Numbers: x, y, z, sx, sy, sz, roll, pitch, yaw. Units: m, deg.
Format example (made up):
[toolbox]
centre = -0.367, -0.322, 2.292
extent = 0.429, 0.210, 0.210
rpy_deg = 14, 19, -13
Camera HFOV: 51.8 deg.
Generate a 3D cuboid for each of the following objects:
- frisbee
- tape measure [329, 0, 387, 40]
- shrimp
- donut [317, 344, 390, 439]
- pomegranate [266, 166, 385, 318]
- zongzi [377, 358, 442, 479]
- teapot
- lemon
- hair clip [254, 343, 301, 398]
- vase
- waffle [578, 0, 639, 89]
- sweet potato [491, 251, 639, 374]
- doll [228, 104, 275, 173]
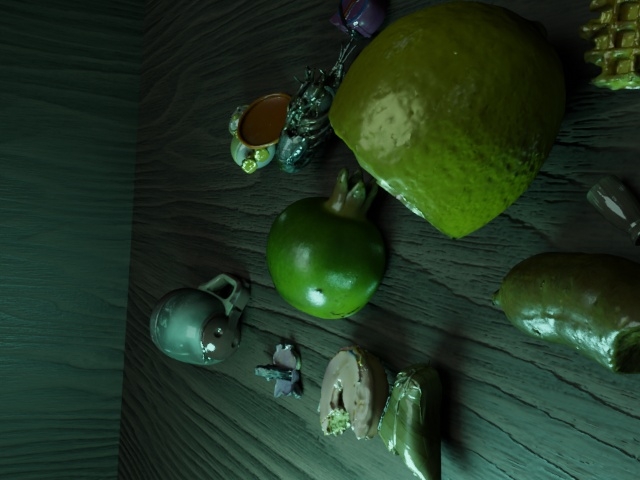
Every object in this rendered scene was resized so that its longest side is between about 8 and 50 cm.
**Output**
[frisbee]
centre = -0.144, -0.328, 1.833
extent = 0.191, 0.035, 0.192
rpy_deg = -13, 55, 20
[tape measure]
centre = 0.090, -0.517, 1.490
extent = 0.118, 0.074, 0.125
rpy_deg = -52, 44, 17
[shrimp]
centre = 0.001, -0.307, 1.589
extent = 0.172, 0.137, 0.372
rpy_deg = 48, 131, 29
[donut]
centre = 0.076, 0.330, 1.439
extent = 0.233, 0.085, 0.199
rpy_deg = 156, 123, -63
[pomegranate]
centre = 0.000, 0.000, 1.481
extent = 0.310, 0.215, 0.359
rpy_deg = 52, 130, 51
[zongzi]
centre = 0.196, 0.353, 1.243
extent = 0.197, 0.099, 0.195
rpy_deg = 50, 136, 50
[teapot]
centre = -0.347, 0.243, 2.067
extent = 0.312, 0.233, 0.315
rpy_deg = 6, 65, 52
[lemon]
centre = 0.216, -0.211, 1.035
extent = 0.364, 0.363, 0.365
rpy_deg = -6, 83, 58
[hair clip]
centre = -0.107, 0.356, 1.799
extent = 0.187, 0.056, 0.146
rpy_deg = -14, 75, 49
[vase]
centre = 0.430, -0.042, 0.936
extent = 0.101, 0.053, 0.053
rpy_deg = 60, 136, 35
[waffle]
centre = 0.478, -0.291, 0.867
extent = 0.283, 0.065, 0.310
rpy_deg = -50, 44, 42
[sweet potato]
centre = 0.369, 0.087, 0.939
extent = 0.369, 0.157, 0.158
rpy_deg = 24, 108, 62
[doll]
centre = -0.217, -0.313, 1.945
extent = 0.141, 0.117, 0.296
rpy_deg = -46, 48, 20
